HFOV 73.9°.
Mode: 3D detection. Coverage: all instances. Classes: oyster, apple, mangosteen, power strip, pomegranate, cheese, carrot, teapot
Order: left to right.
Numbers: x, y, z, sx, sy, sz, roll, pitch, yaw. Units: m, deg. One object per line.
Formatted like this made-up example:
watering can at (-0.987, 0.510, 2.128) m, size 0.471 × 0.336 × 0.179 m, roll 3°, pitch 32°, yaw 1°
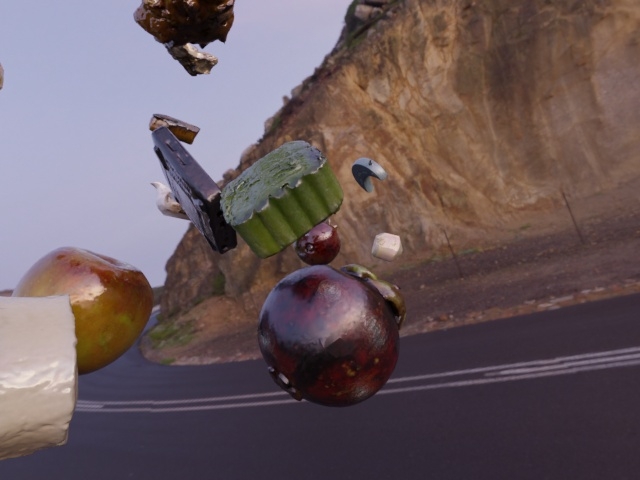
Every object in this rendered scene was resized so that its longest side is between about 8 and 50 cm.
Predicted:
cheese at (-0.586, 0.274, 0.858) m, size 0.153 × 0.292 × 0.332 m, roll 4°, pitch 27°, yaw -34°
apple at (-0.682, 0.204, 1.228) m, size 0.375 × 0.373 × 0.384 m, roll -19°, pitch 0°, yaw -12°
carrot at (-0.525, -0.399, 1.535) m, size 0.173 × 0.082 × 0.082 m, roll 14°, pitch -21°, yaw -30°
oyster at (-0.467, -0.641, 1.458) m, size 0.107 × 0.161 × 0.233 m, roll -40°, pitch -30°, yaw 25°
teapot at (-0.557, -0.154, 1.759) m, size 0.299 × 0.139 × 0.204 m, roll 12°, pitch -3°, yaw -25°
pomegranate at (0.005, 0.003, 1.179) m, size 0.159 × 0.129 × 0.129 m, roll -22°, pitch -1°, yaw -38°
mangosteen at (0.026, 0.180, 0.860) m, size 0.312 × 0.310 × 0.311 m, roll -20°, pitch -3°, yaw -1°
power strip at (0.191, -0.273, 1.713) m, size 0.044 × 0.137 × 0.216 m, roll -46°, pitch -2°, yaw -15°

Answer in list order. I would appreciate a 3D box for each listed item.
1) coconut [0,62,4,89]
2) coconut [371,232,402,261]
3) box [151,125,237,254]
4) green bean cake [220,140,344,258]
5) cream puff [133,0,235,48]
coconut at (-1.065, -0.517, 1.286) m, size 0.195 × 0.194 × 0.194 m, roll -20°, pitch -3°, yaw -1°
coconut at (0.282, 0.031, 1.777) m, size 0.122 × 0.116 × 0.116 m, roll 15°, pitch -4°, yaw 0°
box at (-0.328, -0.120, 1.114) m, size 0.073 × 0.289 × 0.290 m, roll -36°, pitch -18°, yaw -21°
green bean cake at (-0.075, -0.082, 0.799) m, size 0.214 × 0.113 × 0.200 m, roll -34°, pitch 32°, yaw -1°
cream puff at (-0.319, -0.590, 1.050) m, size 0.241 × 0.154 × 0.269 m, roll -18°, pitch -8°, yaw -41°
